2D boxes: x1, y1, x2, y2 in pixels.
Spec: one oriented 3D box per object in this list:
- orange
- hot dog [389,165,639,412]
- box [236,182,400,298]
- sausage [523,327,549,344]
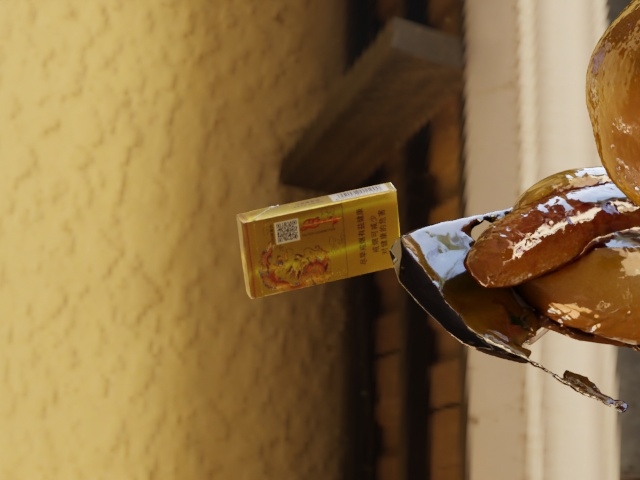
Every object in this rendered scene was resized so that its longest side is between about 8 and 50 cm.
[{"bbox_3d":[0.226,-0.079,0.891,0.159,0.136,0.159,-1,-94,16],"label":"orange"},{"bbox_3d":[0.234,0.016,1.214,0.194,0.326,0.107,56,-42,32],"label":"hot dog"},{"bbox_3d":[0.000,0.000,1.535,0.022,0.156,0.089,-123,-158,-60],"label":"box"},{"bbox_3d":[0.228,0.069,1.523,0.015,0.100,0.015,44,-22,23],"label":"sausage"}]
